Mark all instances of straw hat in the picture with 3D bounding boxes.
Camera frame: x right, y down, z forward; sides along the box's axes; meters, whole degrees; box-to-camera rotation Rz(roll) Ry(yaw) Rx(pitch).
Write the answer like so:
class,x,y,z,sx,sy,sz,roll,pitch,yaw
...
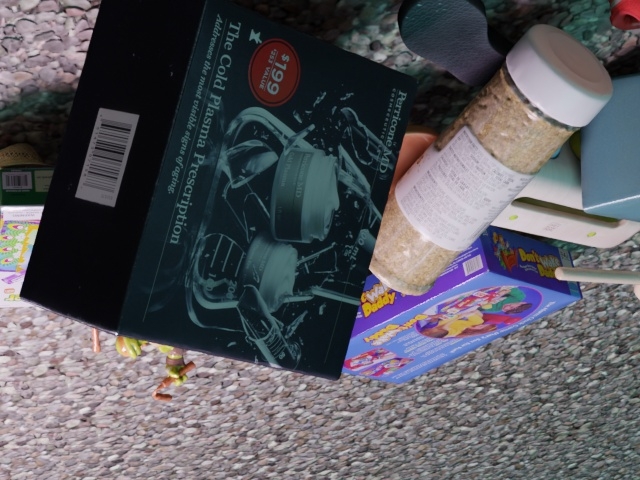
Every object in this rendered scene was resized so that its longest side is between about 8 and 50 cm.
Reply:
class,x,y,z,sx,sy,sz,roll,pitch,yaw
straw hat,-0.343,-0.077,1.842,0.144,0.061,0.144,-12,153,-6

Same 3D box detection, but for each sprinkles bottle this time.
class,x,y,z,sx,sy,sz,roll,pitch,yaw
sprinkles bottle,0.185,-0.088,1.887,0.121,0.121,0.355,12,131,-39

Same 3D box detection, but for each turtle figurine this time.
class,x,y,z,sx,sy,sz,roll,pitch,yaw
turtle figurine,-0.192,0.115,2.219,0.217,0.087,0.269,-25,141,2

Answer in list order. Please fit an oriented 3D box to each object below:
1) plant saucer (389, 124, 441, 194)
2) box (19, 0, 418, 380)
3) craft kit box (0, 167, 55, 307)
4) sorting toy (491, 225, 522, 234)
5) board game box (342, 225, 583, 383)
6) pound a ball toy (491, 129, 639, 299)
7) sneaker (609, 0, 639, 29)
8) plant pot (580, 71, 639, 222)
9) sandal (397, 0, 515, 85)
class,x,y,z,sx,sy,sz,roll,pitch,yaw
plant saucer,0.067,-0.075,1.971,0.200,0.037,0.200,-20,147,-13
box,-0.098,-0.056,1.684,0.312,0.343,0.179,16,179,-44
craft kit box,-0.254,-0.002,1.884,0.250,0.061,0.246,-2,154,-13
sorting toy,0.203,-0.015,2.227,0.193,0.038,0.208,-3,148,-20
board game box,0.164,0.097,2.318,0.347,0.078,0.233,-29,151,33
pound a ball toy,0.335,-0.054,2.050,0.319,0.208,0.136,11,142,-37
sneaker,0.406,-0.249,1.700,0.107,0.118,0.279,-3,-167,-27
plant pot,0.455,-0.122,1.944,0.166,0.165,0.234,8,167,-38
sandal,0.151,-0.238,1.818,0.097,0.054,0.254,-16,161,17
